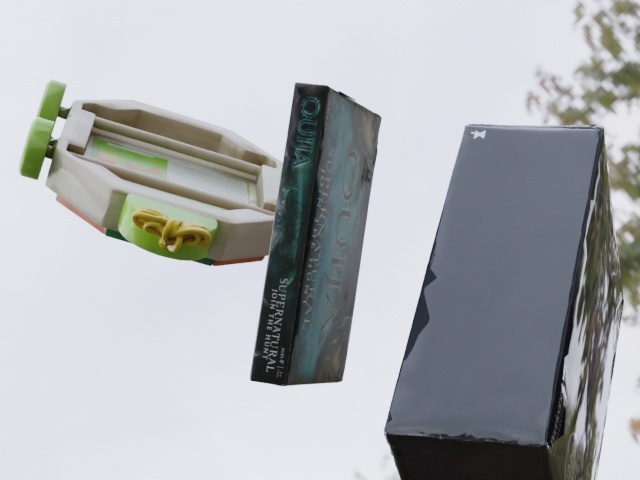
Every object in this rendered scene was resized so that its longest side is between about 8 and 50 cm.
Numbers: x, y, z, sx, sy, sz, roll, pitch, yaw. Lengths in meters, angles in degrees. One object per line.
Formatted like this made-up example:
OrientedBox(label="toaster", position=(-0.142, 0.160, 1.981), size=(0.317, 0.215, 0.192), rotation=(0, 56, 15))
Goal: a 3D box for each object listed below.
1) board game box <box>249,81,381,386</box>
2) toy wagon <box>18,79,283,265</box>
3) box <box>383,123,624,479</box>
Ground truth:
OrientedBox(label="board game box", position=(0.000, 0.000, 0.963), size=(0.126, 0.026, 0.186), rotation=(12, -93, -72))
OrientedBox(label="toy wagon", position=(-0.141, -0.050, 1.366), size=(0.267, 0.344, 0.068), rotation=(16, -69, -10))
OrientedBox(label="box", position=(0.130, 0.077, 0.971), size=(0.103, 0.261, 0.184), rotation=(0, -43, 21))
